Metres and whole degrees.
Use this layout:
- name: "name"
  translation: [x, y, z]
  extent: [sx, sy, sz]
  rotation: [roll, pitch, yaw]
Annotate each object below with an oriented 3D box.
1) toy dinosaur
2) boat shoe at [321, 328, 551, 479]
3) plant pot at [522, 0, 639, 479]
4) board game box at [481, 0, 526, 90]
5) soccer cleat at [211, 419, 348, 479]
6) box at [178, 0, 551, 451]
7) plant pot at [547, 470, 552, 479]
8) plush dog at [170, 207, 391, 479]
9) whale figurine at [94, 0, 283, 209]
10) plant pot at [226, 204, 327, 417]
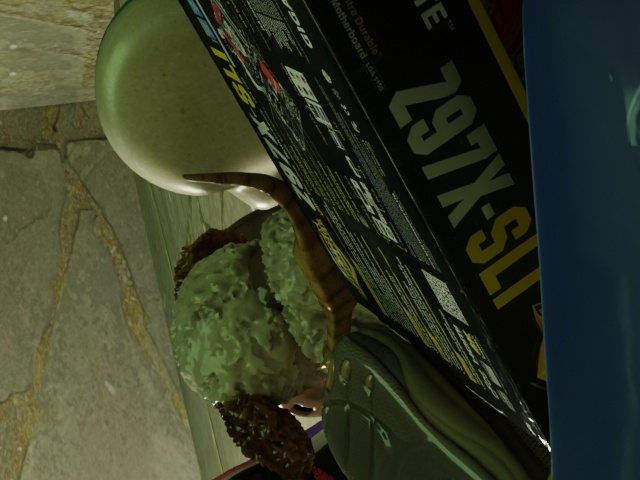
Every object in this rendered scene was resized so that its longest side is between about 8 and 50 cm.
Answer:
- name: "toy dinosaur"
  translation: [0.000, 0.000, 0.940]
  extent: [0.112, 0.064, 0.211]
  rotation: [-61, -40, -38]
- name: "boat shoe"
  translation: [0.145, 0.169, 0.848]
  extent: [0.355, 0.130, 0.132]
  rotation: [50, 143, 28]
- name: "plant pot"
  translation: [0.198, 0.031, 0.312]
  extent: [0.212, 0.236, 0.236]
  rotation: [-166, 68, -69]
- name: "board game box"
  translation: [0.134, -0.112, 0.829]
  extent: [0.347, 0.078, 0.233]
  rotation: [-169, 72, -76]
- name: "soccer cleat"
  translation: [-0.016, 0.207, 1.193]
  extent: [0.116, 0.318, 0.109]
  rotation: [-26, 85, 38]
- name: "box"
  translation: [0.024, -0.069, 0.760]
  extent: [0.322, 0.079, 0.257]
  rotation: [59, 171, -24]
- name: "plant pot"
  translation: [0.163, 0.175, 0.550]
  extent: [0.254, 0.254, 0.239]
  rotation: [-154, 71, -75]
- name: "plush dog"
  translation: [-0.012, 0.046, 1.100]
  extent: [0.210, 0.225, 0.262]
  rotation: [46, -163, -46]
- name: "whale figurine"
  translation: [-0.045, -0.134, 1.178]
  extent: [0.141, 0.272, 0.216]
  rotation: [-105, 13, -63]
- name: "plant pot"
  translation: [-0.017, 0.075, 1.443]
  extent: [0.167, 0.167, 0.165]
  rotation: [96, 155, -46]
